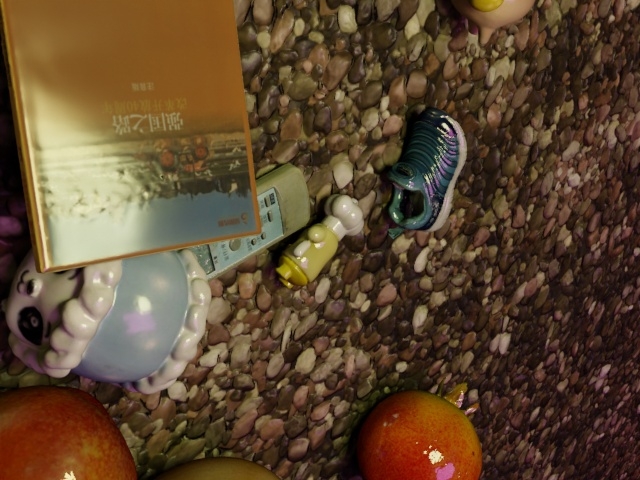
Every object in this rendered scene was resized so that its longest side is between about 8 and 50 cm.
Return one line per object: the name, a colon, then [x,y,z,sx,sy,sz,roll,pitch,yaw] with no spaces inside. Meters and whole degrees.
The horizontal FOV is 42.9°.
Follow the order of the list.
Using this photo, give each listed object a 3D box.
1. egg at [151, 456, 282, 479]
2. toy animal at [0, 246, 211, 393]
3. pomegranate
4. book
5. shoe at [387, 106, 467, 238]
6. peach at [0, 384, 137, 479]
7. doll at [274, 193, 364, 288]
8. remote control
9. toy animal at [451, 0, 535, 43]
egg: [-0.166,0.459,1.089,0.351,0.282,0.282,-53,136,-11]
toy animal: [-0.238,0.077,0.915,0.204,0.156,0.208,24,97,-43]
pomegranate: [0.185,0.358,1.432,0.257,0.220,0.221,-52,137,-21]
book: [-0.192,-0.171,0.845,0.262,0.028,0.374,-11,97,-40]
shoe: [0.155,-0.101,1.248,0.106,0.091,0.207,-15,124,-44]
peach: [-0.319,0.268,0.901,0.231,0.231,0.231,-21,124,-35]
doll: [0.000,0.000,1.172,0.162,0.062,0.106,-46,163,-14]
remote control: [-0.111,-0.017,1.081,0.233,0.038,0.098,-31,128,-28]
toy animal: [0.250,-0.403,1.142,0.149,0.165,0.248,0,125,-25]
